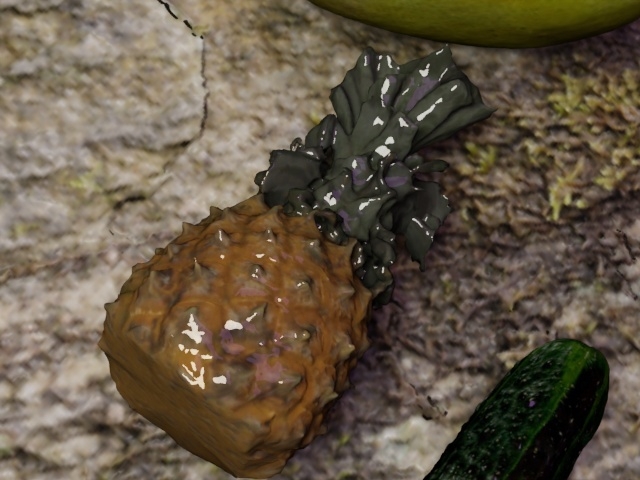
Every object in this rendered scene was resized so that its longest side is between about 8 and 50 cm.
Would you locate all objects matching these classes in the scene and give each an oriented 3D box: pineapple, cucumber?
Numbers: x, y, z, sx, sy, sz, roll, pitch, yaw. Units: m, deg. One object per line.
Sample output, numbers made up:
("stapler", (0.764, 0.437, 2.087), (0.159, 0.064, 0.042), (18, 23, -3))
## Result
("pineapple", (-0.001, -0.001, 0.601), (0.128, 0.128, 0.248), (42, 61, -6))
("cucumber", (0.085, 0.146, 0.621), (0.074, 0.074, 0.241), (41, 63, -7))

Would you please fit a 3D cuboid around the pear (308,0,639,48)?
("pear", (0.096, -0.231, 0.632), (0.321, 0.269, 0.269), (-7, 78, -4))
